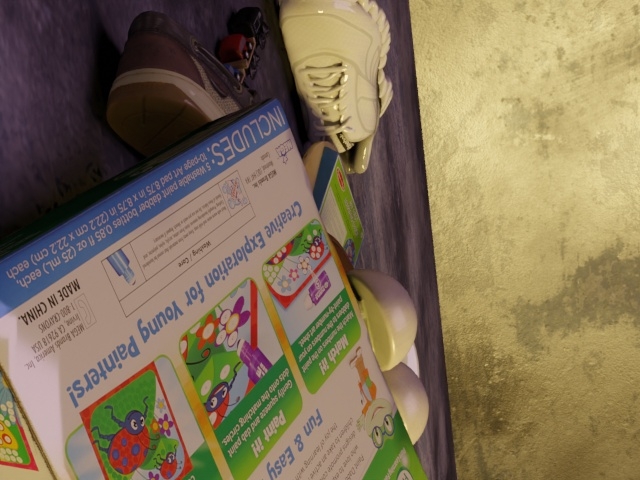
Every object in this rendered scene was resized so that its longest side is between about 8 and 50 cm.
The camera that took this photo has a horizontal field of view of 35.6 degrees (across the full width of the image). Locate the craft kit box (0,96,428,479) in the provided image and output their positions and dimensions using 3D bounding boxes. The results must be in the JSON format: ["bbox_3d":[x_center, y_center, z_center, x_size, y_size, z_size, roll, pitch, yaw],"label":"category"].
[{"bbox_3d":[-0.047,0.084,0.469,0.250,0.060,0.247,-42,112,-57],"label":"craft kit box"}]

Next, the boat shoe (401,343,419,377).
[{"bbox_3d":[0.039,0.206,1.029,0.102,0.108,0.301,152,-64,-65],"label":"boat shoe"}]

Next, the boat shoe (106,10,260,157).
[{"bbox_3d":[-0.065,-0.071,0.646,0.223,0.080,0.074,46,47,-66],"label":"boat shoe"}]

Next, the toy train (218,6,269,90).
[{"bbox_3d":[-0.066,-0.147,0.800,0.158,0.027,0.036,-80,158,-52],"label":"toy train"}]

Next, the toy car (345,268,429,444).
[{"bbox_3d":[-0.016,0.095,0.737,0.136,0.159,0.182,39,-35,55],"label":"toy car"}]

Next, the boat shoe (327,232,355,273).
[{"bbox_3d":[-0.007,0.133,0.887,0.104,0.089,0.285,14,66,-54],"label":"boat shoe"}]

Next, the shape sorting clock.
[{"bbox_3d":[0.000,0.000,1.039,0.206,0.040,0.206,5,90,-70],"label":"shape sorting clock"}]

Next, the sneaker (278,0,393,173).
[{"bbox_3d":[0.020,-0.167,1.063,0.292,0.110,0.118,60,38,-65],"label":"sneaker"}]
